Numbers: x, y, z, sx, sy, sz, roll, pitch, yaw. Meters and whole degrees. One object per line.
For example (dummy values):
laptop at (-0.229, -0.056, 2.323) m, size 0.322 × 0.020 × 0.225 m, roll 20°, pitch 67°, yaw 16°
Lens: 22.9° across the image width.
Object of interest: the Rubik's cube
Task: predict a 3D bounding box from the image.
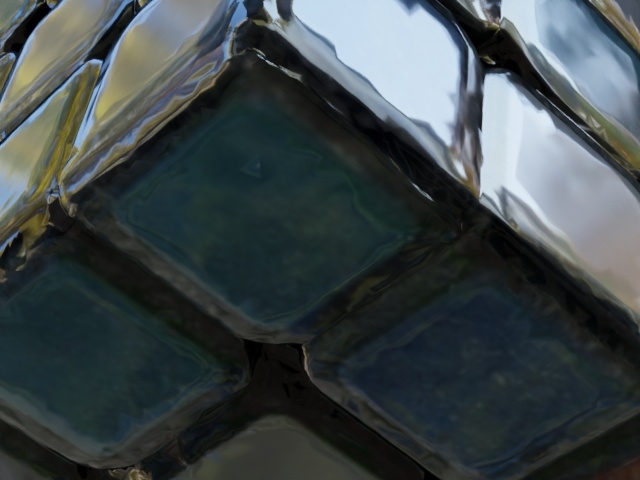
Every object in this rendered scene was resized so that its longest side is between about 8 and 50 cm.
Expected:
Rubik's cube at (0.000, 0.000, 0.789) m, size 0.362 × 0.363 × 0.359 m, roll 40°, pitch -147°, yaw -27°
